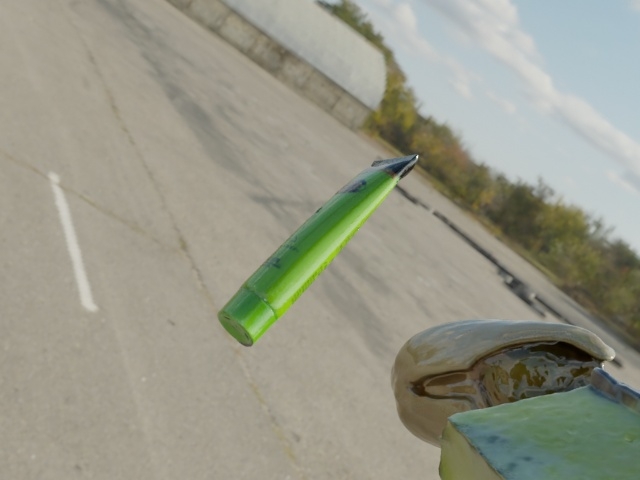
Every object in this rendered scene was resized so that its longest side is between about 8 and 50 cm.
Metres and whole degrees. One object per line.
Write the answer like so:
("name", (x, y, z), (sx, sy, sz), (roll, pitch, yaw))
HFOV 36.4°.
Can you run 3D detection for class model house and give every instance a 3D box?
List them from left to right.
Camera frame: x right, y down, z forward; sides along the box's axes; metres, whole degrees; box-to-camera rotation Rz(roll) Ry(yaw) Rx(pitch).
("model house", (0.205, 0.187, 0.626), (0.194, 0.211, 0.170), (-144, -137, -71))

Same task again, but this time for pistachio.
("pistachio", (0.178, 0.145, 0.965), (0.238, 0.137, 0.153), (-7, -2, 38))

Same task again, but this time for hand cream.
("hand cream", (0.000, 0.000, 0.458), (0.023, 0.122, 0.036), (53, -26, -18))
